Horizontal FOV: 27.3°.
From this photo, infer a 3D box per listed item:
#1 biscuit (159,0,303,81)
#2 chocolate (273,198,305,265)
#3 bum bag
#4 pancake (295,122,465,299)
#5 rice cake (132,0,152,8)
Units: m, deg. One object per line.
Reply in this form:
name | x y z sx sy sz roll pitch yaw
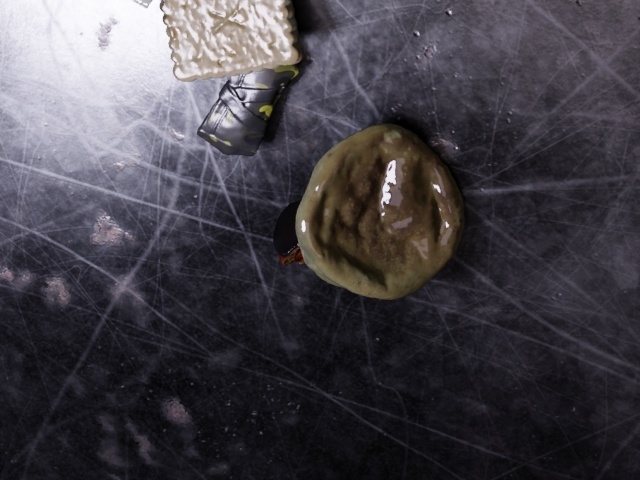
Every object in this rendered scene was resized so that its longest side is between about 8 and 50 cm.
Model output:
biscuit | -0.152 -0.405 1.976 0.217 0.044 0.325 -8 108 14
chocolate | 0.000 0.000 2.162 0.133 0.124 0.127 32 83 -40
bum bag | -0.111 -0.232 2.083 0.107 0.060 0.232 29 122 -3
pancake | 0.100 -0.034 2.099 0.294 0.049 0.294 -6 109 -19
rice cake | -0.357 -0.436 2.025 0.256 0.052 0.057 28 91 -5
